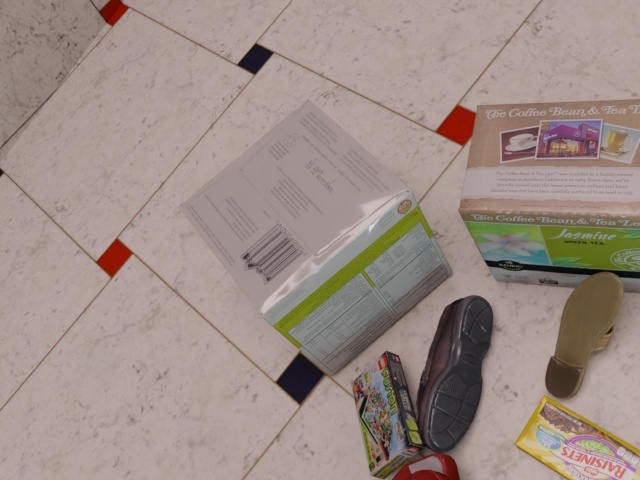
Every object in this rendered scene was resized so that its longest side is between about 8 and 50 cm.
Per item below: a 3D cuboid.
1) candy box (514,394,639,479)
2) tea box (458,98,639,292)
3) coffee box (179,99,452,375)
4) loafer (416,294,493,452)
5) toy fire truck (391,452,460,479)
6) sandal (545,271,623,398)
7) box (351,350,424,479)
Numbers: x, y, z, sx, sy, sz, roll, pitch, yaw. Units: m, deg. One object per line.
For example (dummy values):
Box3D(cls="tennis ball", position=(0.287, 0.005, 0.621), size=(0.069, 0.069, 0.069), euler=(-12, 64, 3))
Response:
Box3D(cls="candy box", position=(0.445, 0.360, 1.215), size=(0.206, 0.027, 0.105), euler=(29, 82, 35))
Box3D(cls="tea box", position=(0.450, -0.070, 1.259), size=(0.329, 0.323, 0.219), euler=(3, 66, 28))
Box3D(cls="coffee box", position=(0.000, 0.000, 1.433), size=(0.338, 0.334, 0.337), euler=(-41, 53, -1))
Box3D(cls="loafer", position=(0.241, 0.247, 1.345), size=(0.095, 0.109, 0.302), euler=(-16, 48, 59))
Box3D(cls="toy fire truck", position=(0.167, 0.524, 1.192), size=(0.254, 0.169, 0.302), euler=(-33, 48, 30))
Box3D(cls="sandal", position=(0.474, 0.167, 1.280), size=(0.088, 0.079, 0.240), euler=(27, 101, 37))
Box3D(cls="box", position=(0.120, 0.320, 1.332), size=(0.114, 0.036, 0.207), euler=(-48, 33, 28))
